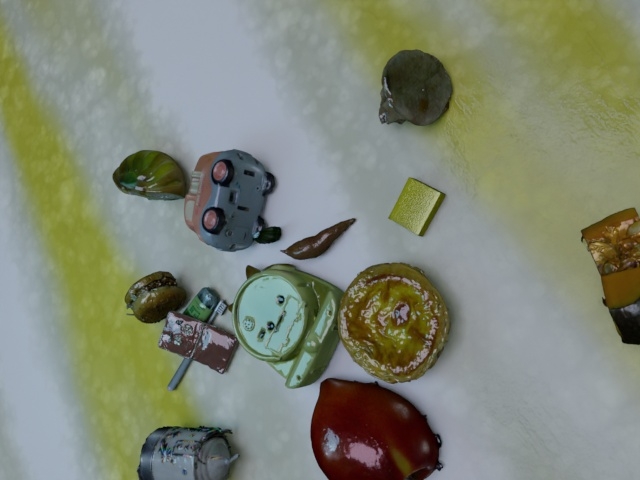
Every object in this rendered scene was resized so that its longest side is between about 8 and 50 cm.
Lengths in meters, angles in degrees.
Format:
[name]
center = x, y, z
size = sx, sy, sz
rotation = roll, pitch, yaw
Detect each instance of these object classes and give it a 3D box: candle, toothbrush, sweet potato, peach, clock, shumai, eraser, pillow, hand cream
[candle]
center = -0.341, 0.617, 1.649
size = 0.330, 0.187, 0.187
rotation = -7, 83, 26
[toothbrush]
center = -0.374, 0.321, 1.780
size = 0.030, 0.025, 0.342
rotation = 38, 103, 19
[sweet potato]
center = 0.001, 0.007, 1.590
size = 0.226, 0.068, 0.068
rotation = -25, 74, 10
[peach]
center = 0.098, 0.475, 1.420
size = 0.361, 0.201, 0.258
rotation = 42, 106, 24
[clock]
center = -0.112, 0.207, 1.599
size = 0.348, 0.117, 0.286
rotation = 28, 99, 27
[shumai]
center = 0.223, -0.371, 1.477
size = 0.120, 0.201, 0.201
rotation = 175, 98, -68
[eraser]
center = 0.242, -0.084, 1.477
size = 0.097, 0.045, 0.122
rotation = 31, 101, 27
[pillow]
center = -0.361, 0.298, 1.739
size = 0.232, 0.043, 0.126
rotation = 20, 99, 10
[hand cream]
center = -0.373, 0.219, 1.775
size = 0.095, 0.046, 0.175
rotation = 44, 108, 19

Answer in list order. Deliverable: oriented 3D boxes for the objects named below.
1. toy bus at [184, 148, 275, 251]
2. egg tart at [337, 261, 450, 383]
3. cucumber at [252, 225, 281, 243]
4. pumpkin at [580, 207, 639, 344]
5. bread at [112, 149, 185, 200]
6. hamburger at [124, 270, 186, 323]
[toy bus]
center = -0.284, -0.120, 1.681
size = 0.232, 0.194, 0.288
rotation = 14, 93, 36
[egg tart]
center = 0.183, 0.199, 1.443
size = 0.295, 0.116, 0.295
rotation = -3, 83, 26
[cucumber]
center = -0.150, -0.008, 1.642
size = 0.067, 0.107, 0.035
rotation = -35, 80, 19
[pumpkin]
center = 0.627, 0.071, 1.181
size = 0.139, 0.190, 0.280
rotation = -26, 74, 25
[bread]
center = -0.542, -0.211, 1.839
size = 0.260, 0.158, 0.156
rotation = 0, 83, 25
[hamburger]
center = -0.502, 0.183, 1.783
size = 0.185, 0.177, 0.113
rotation = -35, 76, -8
